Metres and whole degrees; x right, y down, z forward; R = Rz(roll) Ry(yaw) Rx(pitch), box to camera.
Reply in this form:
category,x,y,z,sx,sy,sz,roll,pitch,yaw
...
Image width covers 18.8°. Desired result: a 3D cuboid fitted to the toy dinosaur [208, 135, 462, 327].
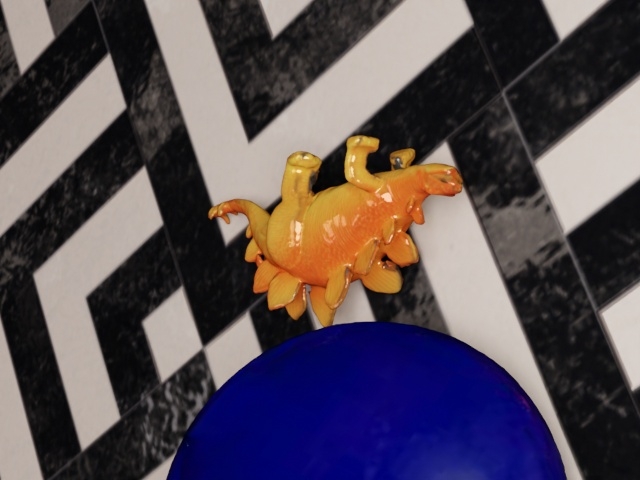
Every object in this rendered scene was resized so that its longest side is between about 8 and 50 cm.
category,x,y,z,sx,sy,sz,roll,pitch,yaw
toy dinosaur,0.000,0.000,1.319,0.288,0.070,0.117,-14,74,50

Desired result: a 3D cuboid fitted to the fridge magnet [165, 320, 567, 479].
category,x,y,z,sx,sy,sz,roll,pitch,yaw
fridge magnet,0.025,0.178,1.184,0.265,0.113,0.265,-7,66,17
